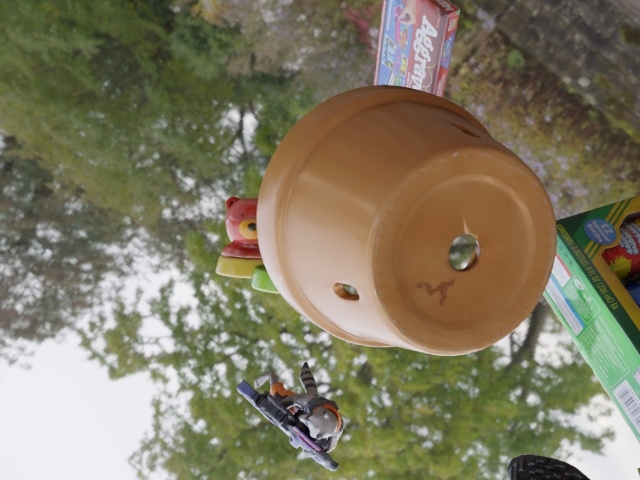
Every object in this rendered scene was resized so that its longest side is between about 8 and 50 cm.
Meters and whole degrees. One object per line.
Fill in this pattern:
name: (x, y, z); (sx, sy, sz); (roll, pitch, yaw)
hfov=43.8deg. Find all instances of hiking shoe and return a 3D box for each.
hiking shoe: (0.357, 0.362, 1.080); (0.227, 0.086, 0.114); (26, 169, 13)

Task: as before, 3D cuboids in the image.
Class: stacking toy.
stacking toy: (0.000, 0.000, 1.277); (0.309, 0.130, 0.279); (0, -174, -17)

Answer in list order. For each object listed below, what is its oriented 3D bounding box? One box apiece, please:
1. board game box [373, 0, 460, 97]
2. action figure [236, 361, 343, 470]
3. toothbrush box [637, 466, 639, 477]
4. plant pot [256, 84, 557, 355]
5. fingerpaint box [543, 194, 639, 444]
board game box: (0.145, -0.282, 1.282); (0.145, 0.027, 0.281); (46, 152, 30)
action figure: (-0.058, 0.406, 2.022); (0.341, 0.178, 0.330); (46, 172, -22)
toothbrush box: (0.732, 0.475, 1.384); (0.122, 0.283, 0.206); (53, -156, -46)
plant pot: (0.102, -0.010, 0.816); (0.291, 0.291, 0.203); (34, 179, -24)
fingerpaint box: (0.685, 0.129, 1.563); (0.371, 0.163, 0.445); (-15, -120, -19)
